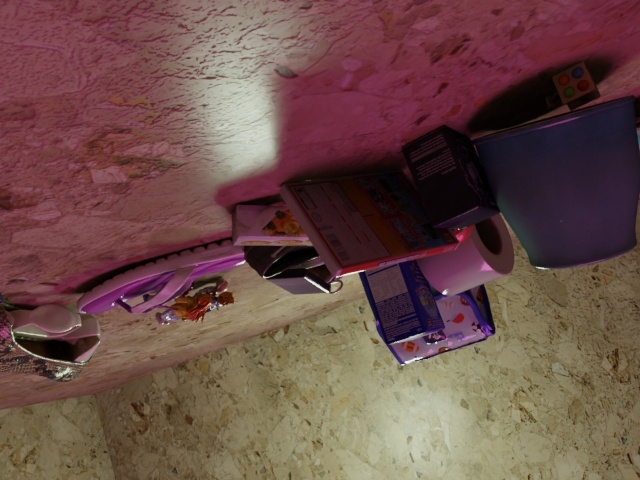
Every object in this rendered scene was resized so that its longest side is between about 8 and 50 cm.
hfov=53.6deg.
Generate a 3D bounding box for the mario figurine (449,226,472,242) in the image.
[{"bbox_3d":[0.238,-0.076,1.400,0.320,0.198,0.170,-11,124,-63],"label":"mario figurine"}]

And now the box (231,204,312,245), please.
[{"bbox_3d":[-0.003,-0.026,1.193,0.324,0.063,0.067,1,166,-17],"label":"box"}]

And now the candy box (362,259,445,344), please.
[{"bbox_3d":[0.202,0.101,1.659,0.122,0.317,0.268,-21,167,17],"label":"candy box"}]

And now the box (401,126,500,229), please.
[{"bbox_3d":[0.242,-0.109,1.158,0.093,0.158,0.156,-25,167,28],"label":"box"}]

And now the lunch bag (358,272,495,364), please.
[{"bbox_3d":[0.322,0.159,1.941,0.328,0.385,0.239,-24,167,28],"label":"lunch bag"}]

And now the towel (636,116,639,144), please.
[{"bbox_3d":[0.669,-0.222,1.500,0.272,0.040,0.370,-22,174,15],"label":"towel"}]

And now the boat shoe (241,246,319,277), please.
[{"bbox_3d":[0.000,0.000,1.344,0.335,0.095,0.112,-17,144,-21],"label":"boat shoe"}]

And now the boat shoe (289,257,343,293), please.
[{"bbox_3d":[0.003,0.062,1.561,0.136,0.156,0.367,-24,167,23],"label":"boat shoe"}]

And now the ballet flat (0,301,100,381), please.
[{"bbox_3d":[-0.589,0.213,1.376,0.182,0.164,0.483,-28,164,0],"label":"ballet flat"}]

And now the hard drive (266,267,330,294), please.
[{"bbox_3d":[-0.047,0.091,1.388,0.094,0.022,0.135,-5,160,23],"label":"hard drive"}]

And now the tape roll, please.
[{"bbox_3d":[0.374,0.006,1.674,0.169,0.246,0.246,-29,165,37],"label":"tape roll"}]

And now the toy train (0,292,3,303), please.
[{"bbox_3d":[-0.610,0.096,1.100,0.036,0.027,0.158,-31,166,7],"label":"toy train"}]

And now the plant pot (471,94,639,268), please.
[{"bbox_3d":[0.435,-0.094,1.118,0.272,0.255,0.271,-16,-174,2],"label":"plant pot"}]

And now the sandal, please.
[{"bbox_3d":[-0.317,0.097,1.355,0.417,0.102,0.169,-20,168,-2],"label":"sandal"}]

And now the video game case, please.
[{"bbox_3d":[0.092,-0.040,1.143,0.285,0.204,0.025,-11,143,-34],"label":"video game case"}]

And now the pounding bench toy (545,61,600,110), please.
[{"bbox_3d":[0.406,-0.246,1.043,0.083,0.052,0.065,-25,166,30],"label":"pounding bench toy"}]

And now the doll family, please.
[{"bbox_3d":[-0.314,0.165,1.632,0.163,0.118,0.263,-23,167,19],"label":"doll family"}]
